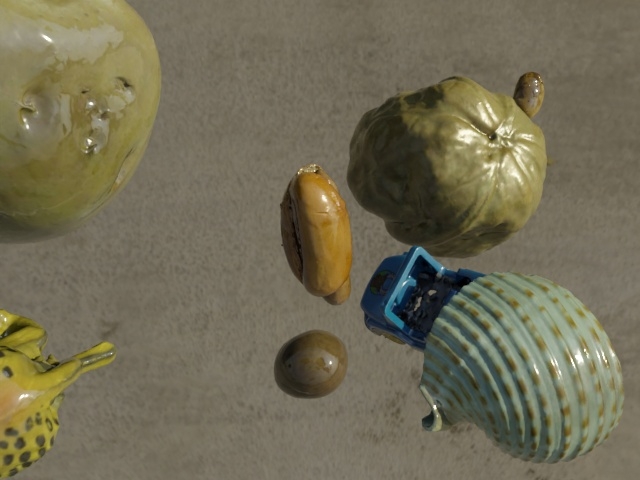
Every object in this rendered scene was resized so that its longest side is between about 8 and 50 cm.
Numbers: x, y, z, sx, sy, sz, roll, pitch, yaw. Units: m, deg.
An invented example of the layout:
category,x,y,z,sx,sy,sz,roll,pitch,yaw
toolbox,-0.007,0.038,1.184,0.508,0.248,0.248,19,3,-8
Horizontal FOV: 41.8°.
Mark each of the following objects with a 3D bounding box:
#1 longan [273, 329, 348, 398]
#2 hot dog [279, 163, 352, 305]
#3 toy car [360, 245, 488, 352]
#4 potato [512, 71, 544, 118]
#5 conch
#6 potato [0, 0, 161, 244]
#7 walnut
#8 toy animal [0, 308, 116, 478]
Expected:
category,x,y,z,sx,sy,sz,roll,pitch,yaw
longan,-0.015,0.172,1.169,0.113,0.092,0.113,-27,28,15
hot dog,0.001,0.000,0.759,0.060,0.140,0.090,-10,17,-17
toy car,0.121,0.067,0.898,0.191,0.100,0.097,16,71,42
potato,0.346,-0.242,1.388,0.051,0.040,0.083,16,74,-7
conch,0.149,0.087,0.575,0.153,0.102,0.135,-1,87,-45
potato,-0.291,-0.123,0.636,0.327,0.243,0.221,18,62,12
walnut,0.196,-0.109,1.295,0.282,0.277,0.253,8,67,-37
toy animal,-0.153,0.084,0.323,0.181,0.136,0.073,-24,103,-24
